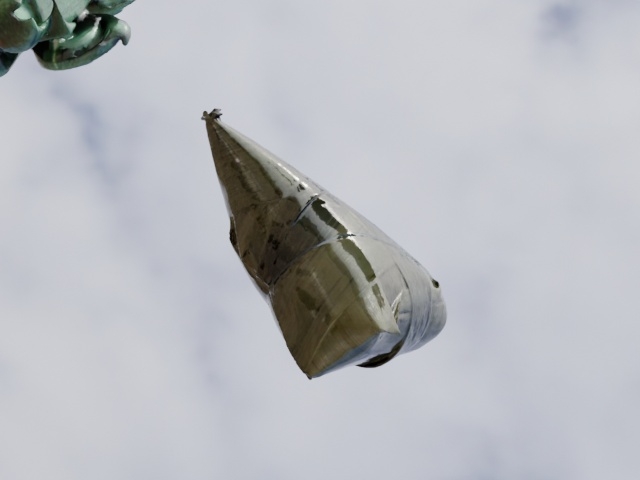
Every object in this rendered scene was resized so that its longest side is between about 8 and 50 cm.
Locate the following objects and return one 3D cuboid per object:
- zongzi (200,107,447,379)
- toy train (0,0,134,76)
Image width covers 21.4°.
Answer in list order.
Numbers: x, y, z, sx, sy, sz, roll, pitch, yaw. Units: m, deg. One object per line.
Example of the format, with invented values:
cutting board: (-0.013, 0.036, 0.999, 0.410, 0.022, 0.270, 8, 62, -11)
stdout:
zongzi: (0.000, 0.000, 1.456, 0.112, 0.221, 0.242, -37, -104, 16)
toy train: (-0.308, -0.268, 1.723, 0.238, 0.299, 0.167, -9, -61, 17)
